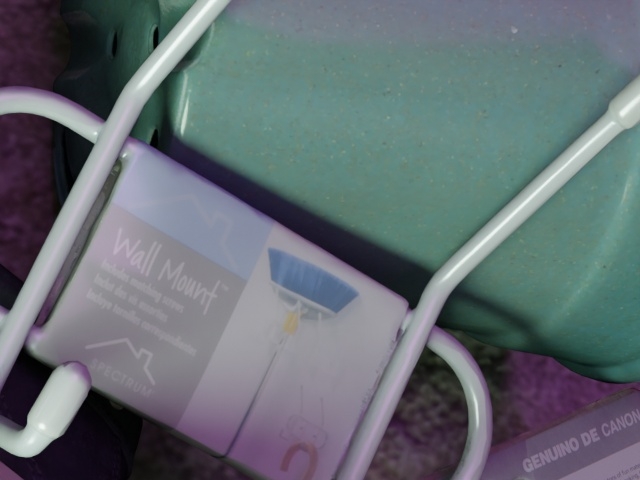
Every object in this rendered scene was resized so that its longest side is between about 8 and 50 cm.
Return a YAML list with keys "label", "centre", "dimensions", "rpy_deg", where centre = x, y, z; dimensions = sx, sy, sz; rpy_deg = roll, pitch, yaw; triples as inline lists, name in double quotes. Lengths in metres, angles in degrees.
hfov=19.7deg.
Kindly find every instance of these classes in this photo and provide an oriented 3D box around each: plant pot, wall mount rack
- label: "plant pot"
  centre: [0.039, -0.095, 1.054]
  dimensions: [0.334, 0.341, 0.341]
  rpy_deg: [5, 64, -24]
- label: "wall mount rack"
  centre: [0.000, 0.000, 0.864]
  dimensions: [0.350, 0.130, 0.304]
  rpy_deg: [32, 77, -28]

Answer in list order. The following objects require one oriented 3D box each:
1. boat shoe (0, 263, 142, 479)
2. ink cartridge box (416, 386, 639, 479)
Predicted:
- label: "boat shoe"
  centre: [-0.280, -0.003, 0.870]
  dimensions: [0.500, 0.187, 0.156]
  rpy_deg: [43, 47, -16]
- label: "ink cartridge box"
  centre: [0.111, 0.261, 1.027]
  dimensions: [0.309, 0.130, 0.272]
  rpy_deg: [-16, 75, -39]
